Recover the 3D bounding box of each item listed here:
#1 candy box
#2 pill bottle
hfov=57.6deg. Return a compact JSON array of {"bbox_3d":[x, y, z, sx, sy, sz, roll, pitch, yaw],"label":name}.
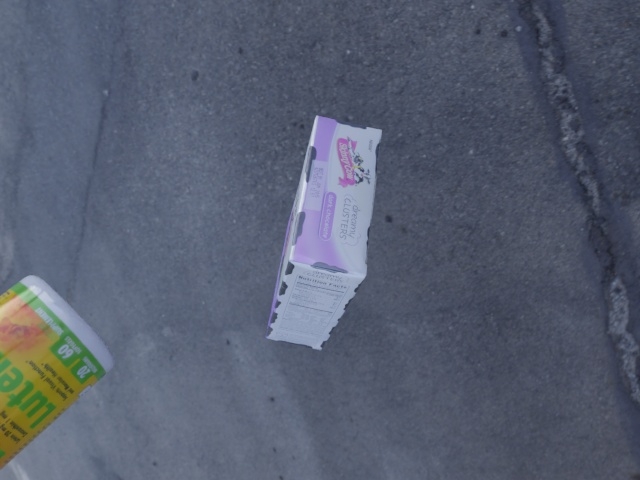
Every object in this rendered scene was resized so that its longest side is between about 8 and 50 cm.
[{"bbox_3d":[0.000,0.000,0.604,0.070,0.165,0.196,12,149,-5],"label":"candy box"},{"bbox_3d":[-0.347,0.162,0.586,0.136,0.245,0.136,34,152,21],"label":"pill bottle"}]
